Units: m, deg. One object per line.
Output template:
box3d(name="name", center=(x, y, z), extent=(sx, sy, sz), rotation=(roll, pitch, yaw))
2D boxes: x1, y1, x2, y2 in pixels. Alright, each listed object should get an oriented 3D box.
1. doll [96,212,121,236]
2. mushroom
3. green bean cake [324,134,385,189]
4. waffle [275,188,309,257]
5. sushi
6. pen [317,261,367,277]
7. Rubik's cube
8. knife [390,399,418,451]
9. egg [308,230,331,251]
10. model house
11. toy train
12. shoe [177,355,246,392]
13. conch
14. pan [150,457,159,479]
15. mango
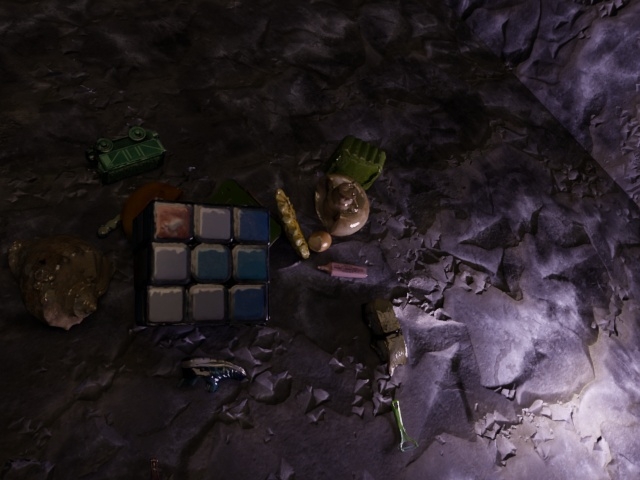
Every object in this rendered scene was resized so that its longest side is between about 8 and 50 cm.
box3d(name="doll", center=(-0.694, -0.054, 1.826), extent=(0.037, 0.027, 0.125), rotation=(34, 54, 9))
box3d(name="mushroom", center=(0.101, -0.147, 2.104), extent=(0.189, 0.195, 0.253), rotation=(-7, 65, -29))
box3d(name="green bean cake", center=(0.137, -0.306, 2.200), extent=(0.200, 0.214, 0.113), rotation=(21, 59, -9))
box3d(name="waffle", center=(-0.104, -0.055, 1.946), extent=(0.056, 0.261, 0.250), rotation=(-21, 62, 1))
box3d(name="sushi", center=(0.238, 0.333, 1.925), extent=(0.134, 0.109, 0.272), rotation=(3, 61, -19))
box3d(name="pen", center=(0.080, 0.109, 2.041), extent=(0.197, 0.032, 0.053), rotation=(6, 60, -21))
box3d(name="Rubik's cube", center=(-0.361, 0.078, 1.635), extent=(0.362, 0.363, 0.358), rotation=(-1, 86, -23))
box3d(name="knife", center=(0.266, 0.614, 1.822), extent=(0.078, 0.022, 0.166), rotation=(-4, 64, -31))
box3d(name="egg", center=(0.000, 0.000, 2.045), extent=(0.080, 0.080, 0.096), rotation=(40, 37, 4))
box3d(name="model house", center=(-0.267, -0.054, 1.956), extent=(0.294, 0.154, 0.207), rotation=(45, 98, 17))
box3d(name="toy train", center=(-0.683, -0.306, 1.934), extent=(0.269, 0.115, 0.154), rotation=(-26, 82, -32))
box3d(name="shoe", center=(-0.329, 0.411, 1.674), extent=(0.207, 0.091, 0.106), rotation=(8, 81, -23))
box3d(name="conch", center=(-0.765, 0.079, 1.622), extent=(0.352, 0.210, 0.297), rotation=(45, 40, 5))
box3d(name="pan", center=(-0.438, 0.695, 1.481), extent=(0.115, 0.040, 0.212), rotation=(1, 61, -27))
box3d(name="mango", center=(-0.574, -0.096, 1.840), extent=(0.166, 0.136, 0.236), rotation=(21, 59, 8))
